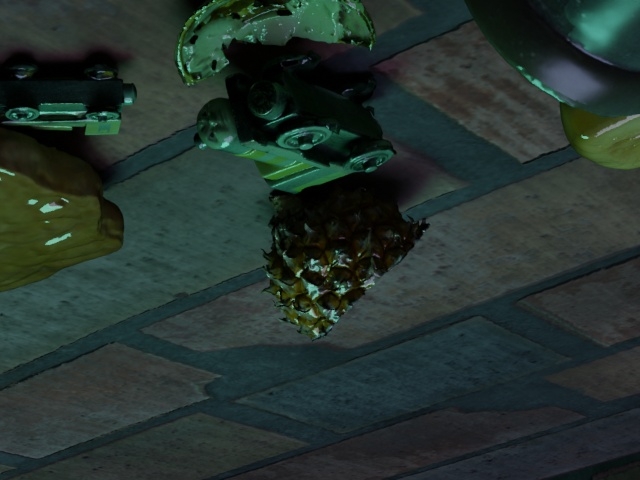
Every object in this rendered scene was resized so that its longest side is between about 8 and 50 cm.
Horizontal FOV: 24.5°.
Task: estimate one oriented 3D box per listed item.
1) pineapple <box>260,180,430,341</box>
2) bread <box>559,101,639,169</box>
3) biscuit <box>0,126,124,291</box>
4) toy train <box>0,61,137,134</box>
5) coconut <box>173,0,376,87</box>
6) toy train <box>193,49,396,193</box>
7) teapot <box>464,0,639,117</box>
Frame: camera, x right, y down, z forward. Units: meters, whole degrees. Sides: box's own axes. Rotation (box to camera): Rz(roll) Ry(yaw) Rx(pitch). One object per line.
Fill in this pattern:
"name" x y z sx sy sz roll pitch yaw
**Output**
"pineapple" -0.001 0.001 1.492 0.176 0.137 0.161 -40 -174 43
"bread" 0.314 -0.139 1.280 0.217 0.098 0.147 -21 161 23
"biscuit" -0.373 -0.016 1.312 0.365 0.062 0.385 -14 158 28
"toy train" -0.213 -0.115 1.211 0.122 0.050 0.081 -1 168 -11
"coconut" -0.037 -0.170 1.131 0.158 0.055 0.133 -6 159 -2
"toy train" -0.025 -0.095 1.259 0.132 0.083 0.200 -21 162 25
"teapot" 0.274 -0.243 0.912 0.270 0.200 0.337 1 153 -30
